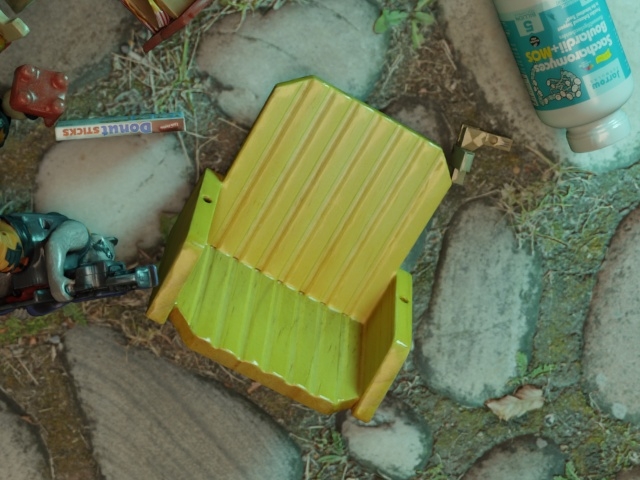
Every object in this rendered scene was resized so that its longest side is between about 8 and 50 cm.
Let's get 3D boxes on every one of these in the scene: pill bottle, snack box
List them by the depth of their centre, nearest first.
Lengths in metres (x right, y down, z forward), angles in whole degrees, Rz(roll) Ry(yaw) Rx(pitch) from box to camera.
[{"bbox_3d":[-0.279,-0.160,1.872,0.178,0.064,0.022,-5,103,-6],"label":"snack box"},{"bbox_3d":[0.352,-0.260,1.888,0.146,0.146,0.264,-25,106,-1],"label":"pill bottle"}]

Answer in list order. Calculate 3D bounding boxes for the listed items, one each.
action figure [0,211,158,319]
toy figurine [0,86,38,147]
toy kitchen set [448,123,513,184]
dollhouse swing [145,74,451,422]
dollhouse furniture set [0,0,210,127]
[{"bbox_3d":[-0.379,0.002,1.791,0.341,0.330,0.178,-9,76,31],"label":"action figure"},{"bbox_3d":[-0.478,-0.208,1.757,0.148,0.209,0.213,-22,106,11],"label":"toy figurine"},{"bbox_3d":[0.234,-0.116,1.949,0.075,0.068,0.083,14,102,-11],"label":"toy kitchen set"},{"bbox_3d":[0.000,0.000,1.846,0.347,0.315,0.305,28,119,-13],"label":"dollhouse swing"},{"bbox_3d":[-0.313,-0.285,1.711,0.201,0.152,0.374,48,65,-14],"label":"dollhouse furniture set"}]
